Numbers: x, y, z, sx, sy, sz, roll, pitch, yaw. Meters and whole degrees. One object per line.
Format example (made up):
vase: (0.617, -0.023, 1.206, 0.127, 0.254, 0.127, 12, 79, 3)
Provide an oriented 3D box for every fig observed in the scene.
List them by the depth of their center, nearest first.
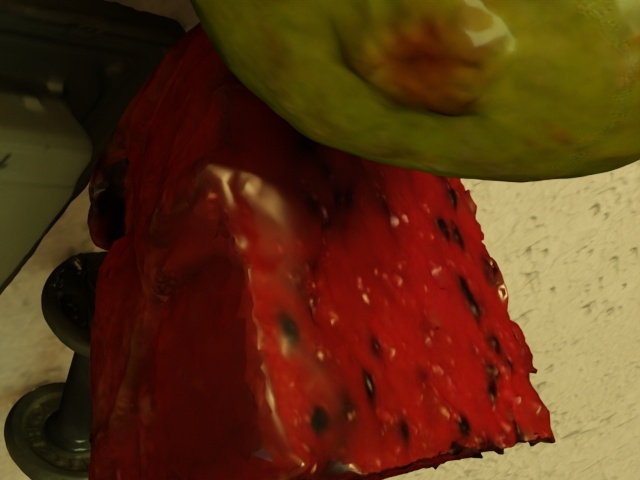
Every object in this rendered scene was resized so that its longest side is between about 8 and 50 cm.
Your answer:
fig: (0.080, -0.170, 0.767, 0.326, 0.258, 0.258, -62, 175, -49)

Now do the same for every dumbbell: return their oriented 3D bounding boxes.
dumbbell: (-0.131, 0.076, 1.075, 0.082, 0.081, 0.254, -12, 139, -33)

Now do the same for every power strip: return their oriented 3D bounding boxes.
power strip: (-0.203, -0.012, 0.886, 0.257, 0.092, 0.251, 5, 127, -51)

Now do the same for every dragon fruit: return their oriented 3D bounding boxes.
dragon fruit: (0.000, 0.000, 0.931, 0.240, 0.330, 0.302, 14, 157, -23)
